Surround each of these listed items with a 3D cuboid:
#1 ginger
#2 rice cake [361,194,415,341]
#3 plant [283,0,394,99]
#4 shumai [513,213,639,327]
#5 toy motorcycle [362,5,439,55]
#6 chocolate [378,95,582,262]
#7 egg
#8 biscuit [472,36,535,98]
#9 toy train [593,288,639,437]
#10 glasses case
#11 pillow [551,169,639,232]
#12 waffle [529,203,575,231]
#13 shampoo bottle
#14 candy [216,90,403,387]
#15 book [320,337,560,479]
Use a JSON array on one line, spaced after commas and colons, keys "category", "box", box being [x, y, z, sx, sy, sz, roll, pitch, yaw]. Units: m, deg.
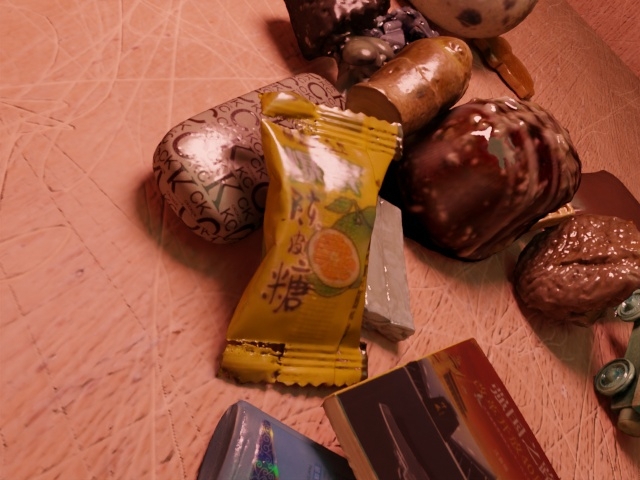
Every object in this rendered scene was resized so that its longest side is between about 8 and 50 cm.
[{"category": "ginger", "box": [0.131, -0.211, 0.839, 0.263, 0.116, 0.109, -40, 132, -42]}, {"category": "rice cake", "box": [0.061, 0.014, 0.789, 0.124, 0.038, 0.211, 28, 43, -24]}, {"category": "plant", "box": [0.048, -0.293, 0.941, 0.146, 0.149, 0.274, -20, 86, -4]}, {"category": "shumai", "box": [0.428, 0.068, 0.993, 0.175, 0.206, 0.166, 49, 39, -34]}, {"category": "toy motorcycle", "box": [0.166, -0.353, 1.146, 0.270, 0.106, 0.159, -9, 59, -51]}, {"category": "chocolate", "box": [0.263, -0.110, 0.949, 0.340, 0.210, 0.225, -3, 63, -45]}, {"category": "egg", "box": [0.315, -0.642, 1.333, 0.345, 0.345, 0.428, -6, 71, -46]}, {"category": "biscuit", "box": [0.453, -0.445, 1.546, 0.225, 0.036, 0.166, 46, 39, -7]}, {"category": "toy train", "box": [0.557, 0.171, 0.973, 0.120, 0.194, 0.298, 41, 56, -8]}, {"category": "glasses case", "box": [-0.054, -0.110, 0.744, 0.137, 0.085, 0.355, 53, 39, -4]}, {"category": "pillow", "box": [0.563, -0.023, 1.234, 0.308, 0.108, 0.305, -1, 58, -39]}, {"category": "waffle", "box": [0.384, -0.090, 1.139, 0.102, 0.042, 0.148, -14, 64, -8]}, {"category": "shampoo bottle", "box": [0.017, 0.240, 0.542, 0.258, 0.061, 0.104, 34, 40, -18]}, {"category": "candy", "box": [0.000, 0.000, 0.639, 0.187, 0.081, 0.297, 11, 80, -34]}, {"category": "book", "box": [0.161, 0.242, 0.644, 0.374, 0.028, 0.262, 0, 57, -58]}]
